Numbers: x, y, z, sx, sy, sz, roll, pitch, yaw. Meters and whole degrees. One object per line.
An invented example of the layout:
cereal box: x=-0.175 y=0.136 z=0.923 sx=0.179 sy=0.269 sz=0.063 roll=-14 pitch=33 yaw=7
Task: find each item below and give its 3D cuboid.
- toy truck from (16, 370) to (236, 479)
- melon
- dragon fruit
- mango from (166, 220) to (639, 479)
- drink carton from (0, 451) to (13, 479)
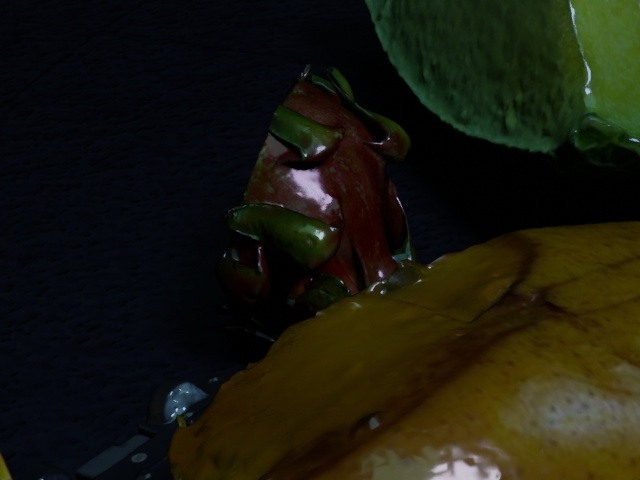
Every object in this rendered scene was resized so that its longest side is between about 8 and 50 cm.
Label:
toy truck: x=-0.079 y=0.132 z=0.667 sx=0.074 sy=0.088 sz=0.201 roll=10 pitch=32 yaw=40
melon: x=0.232 y=-0.164 z=0.996 sx=0.343 sy=0.226 sz=0.331 roll=1 pitch=19 yaw=-22
dragon fruit: x=0.000 y=0.000 z=0.853 sx=0.142 sy=0.138 sz=0.175 roll=-43 pitch=75 yaw=4
mango: x=0.081 y=0.096 z=0.650 sx=0.350 sy=0.201 sz=0.199 roll=-22 pitch=78 yaw=-40
drink carton: x=-0.208 y=0.089 z=0.757 sx=0.096 sy=0.071 sz=0.223 roll=-16 pitch=35 yaw=-20
